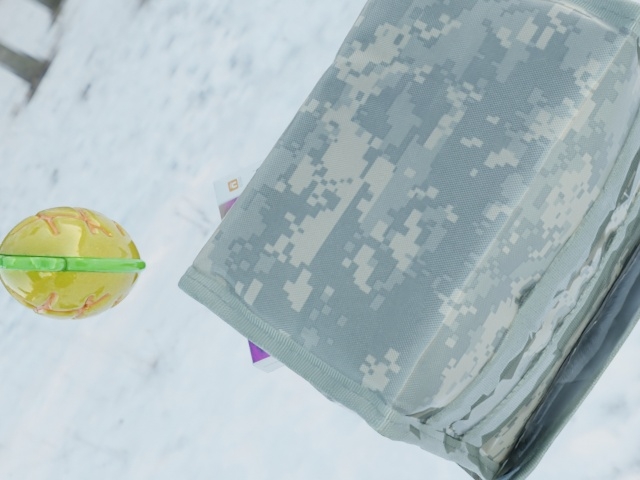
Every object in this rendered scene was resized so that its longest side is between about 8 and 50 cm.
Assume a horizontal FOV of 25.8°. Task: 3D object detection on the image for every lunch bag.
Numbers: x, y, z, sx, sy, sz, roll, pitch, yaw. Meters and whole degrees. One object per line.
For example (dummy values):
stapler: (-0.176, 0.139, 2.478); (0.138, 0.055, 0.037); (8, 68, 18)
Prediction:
lunch bag: (0.096, 0.004, 0.774); (0.169, 0.287, 0.235); (33, 88, 30)

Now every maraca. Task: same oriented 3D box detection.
maraca: (-0.228, 0.019, 1.200); (0.127, 0.186, 0.099); (-2, 88, 26)

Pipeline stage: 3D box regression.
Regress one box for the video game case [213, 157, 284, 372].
video game case: (0.000, 0.000, 1.512); (0.210, 0.042, 0.232); (-23, 64, 20)
